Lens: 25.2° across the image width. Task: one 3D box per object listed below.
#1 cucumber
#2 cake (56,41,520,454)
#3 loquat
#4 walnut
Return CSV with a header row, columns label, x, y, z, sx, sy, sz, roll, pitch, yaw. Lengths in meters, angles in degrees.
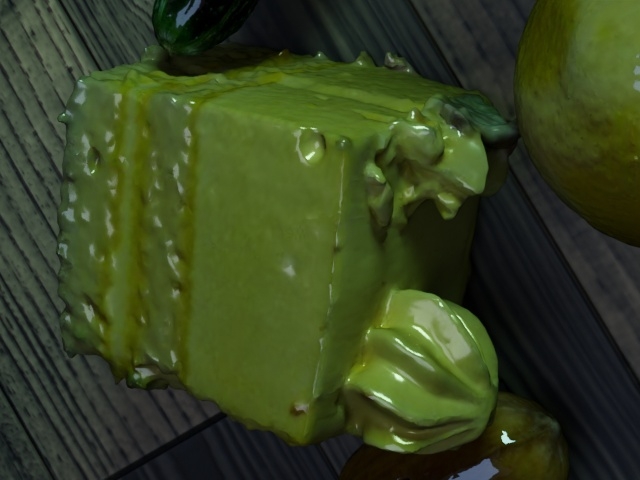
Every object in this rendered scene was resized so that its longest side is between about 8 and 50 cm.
label,x,y,z,sx,sy,sz,roll,pitch,yaw
cucumber,-0.036,-0.222,0.935,0.074,0.074,0.241,25,76,19
cake,0.000,0.000,0.953,0.286,0.222,0.227,13,109,24
loquat,0.215,-0.098,0.831,0.213,0.213,0.213,6,104,25
walnut,0.084,0.176,1.013,0.207,0.116,0.115,-29,88,28
